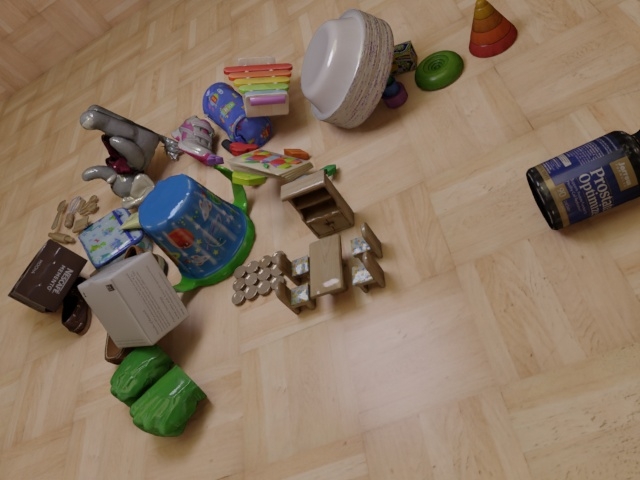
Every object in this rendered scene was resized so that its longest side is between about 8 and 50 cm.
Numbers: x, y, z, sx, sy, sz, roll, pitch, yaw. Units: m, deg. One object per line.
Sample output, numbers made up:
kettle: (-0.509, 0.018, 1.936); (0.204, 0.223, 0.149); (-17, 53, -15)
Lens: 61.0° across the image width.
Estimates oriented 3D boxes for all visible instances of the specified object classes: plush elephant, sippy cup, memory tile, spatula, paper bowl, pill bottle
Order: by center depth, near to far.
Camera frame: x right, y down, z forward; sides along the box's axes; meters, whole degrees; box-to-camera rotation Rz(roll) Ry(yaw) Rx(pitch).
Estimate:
pill bottle: (0.484, -0.114, 0.941); (0.219, 0.123, 0.122); (-25, 47, 17)
memory tile: (-0.146, 0.088, 1.292); (0.148, 0.012, 0.113); (-21, 48, 20)
sippy cup: (-0.321, -0.039, 1.358); (0.240, 0.224, 0.305); (-19, 48, 20)
paper bowl: (0.050, -0.439, 1.377); (0.284, 0.148, 0.284); (-39, 46, 56)
spatula: (-0.231, -0.245, 1.592); (0.084, 0.030, 0.296); (-43, 44, -3)
plush elephant: (-0.631, -0.251, 1.729); (0.255, 0.330, 0.272); (-65, 31, 8)

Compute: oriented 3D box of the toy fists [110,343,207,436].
toy fists: (-0.367, 0.331, 1.200); (0.142, 0.096, 0.279); (-43, 42, -20)

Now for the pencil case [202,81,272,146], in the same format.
pencil case: (-0.264, -0.380, 1.654); (0.133, 0.119, 0.306); (-43, 44, -2)

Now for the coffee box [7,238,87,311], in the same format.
coffee box: (-0.789, 0.110, 1.563); (0.297, 0.119, 0.168); (-12, 47, 57)

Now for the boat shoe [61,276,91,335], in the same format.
boat shoe: (-0.701, 0.175, 1.560); (0.073, 0.073, 0.207); (-37, 43, 9)

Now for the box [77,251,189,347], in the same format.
box: (-0.432, 0.140, 1.253); (0.181, 0.182, 0.119); (-13, 20, 45)

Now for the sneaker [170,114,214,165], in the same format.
sneaker: (-0.383, -0.323, 1.693); (0.111, 0.103, 0.252); (-51, 44, 8)

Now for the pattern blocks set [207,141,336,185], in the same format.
pattern blocks set: (-0.126, -0.193, 1.366); (0.325, 0.026, 0.285); (10, 27, 14)

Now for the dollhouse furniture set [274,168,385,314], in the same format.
dollhouse furniture set: (0.000, 0.000, 1.154); (0.212, 0.161, 0.242); (-19, 48, 21)

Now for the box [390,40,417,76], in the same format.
box: (0.174, -0.480, 1.477); (0.169, 0.059, 0.054); (-10, 53, 28)

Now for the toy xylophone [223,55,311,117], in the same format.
toy xylophone: (-0.139, -0.441, 1.560); (0.236, 0.081, 0.322); (-11, 39, -15)

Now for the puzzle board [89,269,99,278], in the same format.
puzzle board: (-0.630, 0.088, 1.622); (0.128, 0.011, 0.096); (-43, 43, -2)

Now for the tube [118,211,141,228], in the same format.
tube: (-0.449, -0.070, 1.548); (0.240, 0.070, 0.062); (-7, 78, 12)

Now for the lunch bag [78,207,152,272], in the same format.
lunch bag: (-0.601, 0.002, 1.602); (0.176, 0.090, 0.219); (-34, 44, -12)

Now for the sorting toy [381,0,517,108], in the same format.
sorting toy: (0.297, -0.473, 1.342); (0.366, 0.126, 0.127); (-29, 46, 11)

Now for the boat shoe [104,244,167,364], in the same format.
boat shoe: (-0.501, 0.156, 1.404); (0.123, 0.120, 0.324); (-16, 50, 24)

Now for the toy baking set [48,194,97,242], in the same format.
toy baking set: (-0.865, -0.076, 1.898); (0.256, 0.030, 0.196); (4, 57, 36)
